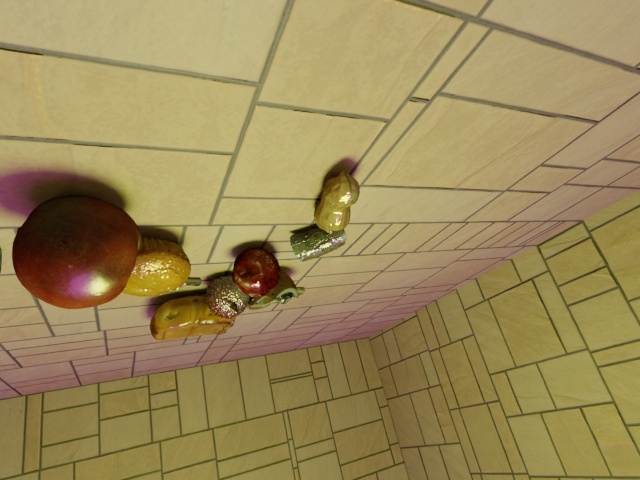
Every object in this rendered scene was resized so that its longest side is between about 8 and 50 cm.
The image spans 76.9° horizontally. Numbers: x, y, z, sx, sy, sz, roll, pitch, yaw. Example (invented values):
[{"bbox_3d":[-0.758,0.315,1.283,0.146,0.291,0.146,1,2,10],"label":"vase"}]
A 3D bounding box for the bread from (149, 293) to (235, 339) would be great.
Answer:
[{"bbox_3d":[-0.535,0.315,1.680,0.327,0.148,0.337,-1,159,-21],"label":"bread"}]

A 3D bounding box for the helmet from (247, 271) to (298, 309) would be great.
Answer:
[{"bbox_3d":[-0.201,0.194,1.621,0.224,0.130,0.198,-23,159,34],"label":"helmet"}]

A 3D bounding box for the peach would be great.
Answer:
[{"bbox_3d":[-0.530,0.019,0.889,0.252,0.253,0.252,-12,157,-5],"label":"peach"}]

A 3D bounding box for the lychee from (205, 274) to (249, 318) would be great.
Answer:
[{"bbox_3d":[-0.349,0.215,1.520,0.165,0.197,0.165,-10,114,-22],"label":"lychee"}]

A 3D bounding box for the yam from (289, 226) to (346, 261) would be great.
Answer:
[{"bbox_3d":[0.000,0.000,1.348,0.183,0.107,0.107,-20,156,9],"label":"yam"}]

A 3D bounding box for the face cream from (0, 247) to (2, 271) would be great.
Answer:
[{"bbox_3d":[-0.899,0.049,0.951,0.229,0.075,0.075,1,152,-32],"label":"face cream"}]

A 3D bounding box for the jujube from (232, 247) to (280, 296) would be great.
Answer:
[{"bbox_3d":[-0.214,0.110,1.399,0.167,0.168,0.236,-17,173,5],"label":"jujube"}]

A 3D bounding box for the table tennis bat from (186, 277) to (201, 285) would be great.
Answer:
[{"bbox_3d":[-0.567,0.139,1.421,0.300,0.023,0.173,11,147,-41],"label":"table tennis bat"}]

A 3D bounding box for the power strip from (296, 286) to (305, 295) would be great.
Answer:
[{"bbox_3d":[-0.143,0.241,1.889,0.076,0.028,0.168,-33,151,34],"label":"power strip"}]

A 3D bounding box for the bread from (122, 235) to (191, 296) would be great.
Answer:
[{"bbox_3d":[-0.494,0.070,1.155,0.239,0.139,0.240,-13,157,-6],"label":"bread"}]

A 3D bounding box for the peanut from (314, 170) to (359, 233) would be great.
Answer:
[{"bbox_3d":[0.046,-0.103,1.128,0.101,0.117,0.263,-28,160,-25],"label":"peanut"}]
